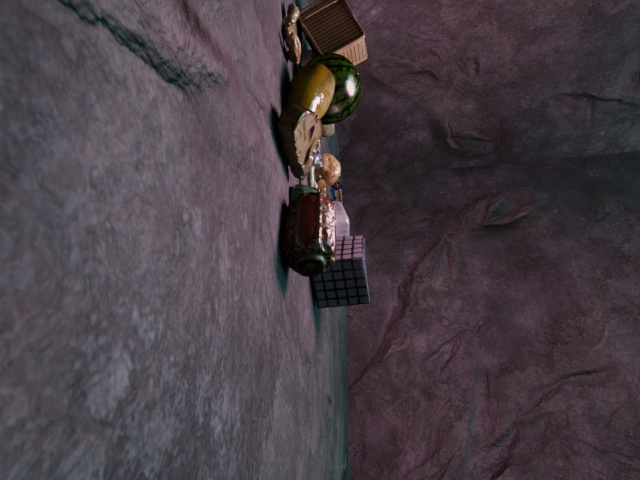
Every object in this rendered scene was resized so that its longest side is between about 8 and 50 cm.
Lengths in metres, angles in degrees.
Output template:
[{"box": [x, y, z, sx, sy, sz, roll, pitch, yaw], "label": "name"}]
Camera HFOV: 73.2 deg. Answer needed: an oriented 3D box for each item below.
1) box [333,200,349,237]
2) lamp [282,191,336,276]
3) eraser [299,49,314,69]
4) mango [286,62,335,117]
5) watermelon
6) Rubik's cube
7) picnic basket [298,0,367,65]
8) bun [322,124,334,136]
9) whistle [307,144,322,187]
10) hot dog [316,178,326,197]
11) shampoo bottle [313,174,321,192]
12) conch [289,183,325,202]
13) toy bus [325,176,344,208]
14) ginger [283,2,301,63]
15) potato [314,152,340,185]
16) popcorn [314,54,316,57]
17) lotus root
[{"box": [0.075, -0.077, 2.152, 0.337, 0.106, 0.264, -105, -168, -60], "label": "box"}, {"box": [-0.031, -0.024, 1.329, 0.177, 0.177, 0.274, 78, 12, -50], "label": "lamp"}, {"box": [-0.047, -0.773, 2.040, 0.210, 0.068, 0.124, 76, 8, -55], "label": "eraser"}, {"box": [-0.049, -0.504, 1.539, 0.176, 0.175, 0.329, 56, 42, -27], "label": "mango"}, {"box": [0.036, -0.646, 1.838, 0.285, 0.285, 0.285, -4, 90, -83], "label": "watermelon"}, {"box": [0.087, 0.131, 1.876, 0.237, 0.238, 0.237, -82, 165, -65], "label": "Rubik's cube"}, {"box": [0.051, -0.958, 1.988, 0.313, 0.228, 0.175, 64, 4, 17], "label": "picnic basket"}, {"box": [0.012, -0.641, 2.252, 0.195, 0.118, 0.195, -1, 90, -88], "label": "bun"}, {"box": [-0.040, -0.330, 1.715, 0.110, 0.092, 0.244, 62, 23, -84], "label": "whistle"}, {"box": [-0.005, -0.162, 1.990, 0.084, 0.073, 0.242, -54, 140, -84], "label": "hot dog"}, {"box": [-0.020, -0.186, 1.919, 0.057, 0.063, 0.208, -33, 120, -83], "label": "shampoo bottle"}, {"box": [-0.035, -0.123, 1.532, 0.176, 0.122, 0.188, 61, 5, -4], "label": "conch"}, {"box": [0.054, -0.256, 2.312, 0.112, 0.138, 0.317, -95, 175, -45], "label": "toy bus"}, {"box": [-0.106, -0.769, 1.606, 0.149, 0.065, 0.259, 99, -14, -59], "label": "ginger"}, {"box": [0.020, -0.351, 2.090, 0.161, 0.128, 0.235, -54, -151, 37], "label": "potato"}, {"box": [0.036, -0.902, 2.198, 0.255, 0.195, 0.256, -55, -157, -8], "label": "popcorn"}, {"box": [-0.060, -0.329, 1.378, 0.170, 0.074, 0.261, -59, 158, -16], "label": "lotus root"}]
